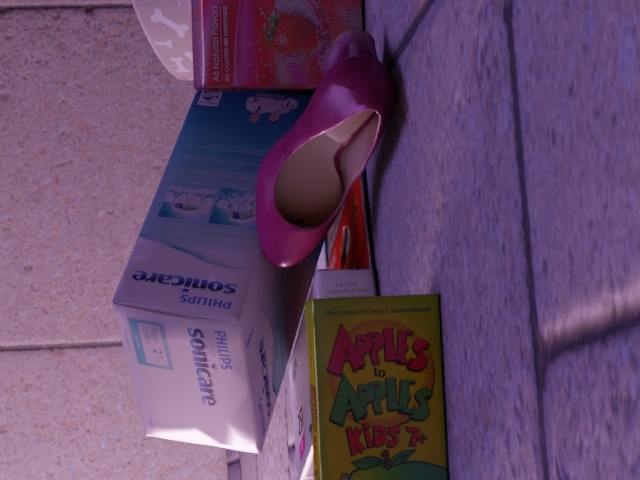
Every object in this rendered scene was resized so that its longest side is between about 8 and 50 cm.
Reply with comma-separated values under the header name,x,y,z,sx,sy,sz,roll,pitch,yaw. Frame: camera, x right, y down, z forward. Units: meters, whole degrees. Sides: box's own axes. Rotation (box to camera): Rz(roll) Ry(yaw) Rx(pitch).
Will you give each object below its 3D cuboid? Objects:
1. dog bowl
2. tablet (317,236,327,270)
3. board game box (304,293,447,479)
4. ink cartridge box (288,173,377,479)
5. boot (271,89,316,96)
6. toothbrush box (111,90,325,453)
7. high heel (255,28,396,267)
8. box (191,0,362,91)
name,x,y,z,sx,sy,sz,roll,pitch,yaw
dog bowl,-0.198,-0.393,2.247,0.349,0.102,0.349,-14,-90,-78
tablet,0.000,0.000,1.692,0.054,0.006,0.083,118,149,-75
board game box,0.040,0.131,1.094,0.043,0.092,0.181,150,117,-82
ink cartridge box,0.008,0.083,1.464,0.275,0.060,0.239,105,160,-65
boot,-0.044,-0.100,1.713,0.220,0.109,0.283,-130,45,-71
toothbrush box,-0.089,0.025,1.504,0.216,0.126,0.296,85,-164,-49
high heel,0.003,-0.051,1.283,0.117,0.082,0.244,-96,29,-53
box,-0.047,-0.289,1.412,0.142,0.154,0.300,-147,56,-81
